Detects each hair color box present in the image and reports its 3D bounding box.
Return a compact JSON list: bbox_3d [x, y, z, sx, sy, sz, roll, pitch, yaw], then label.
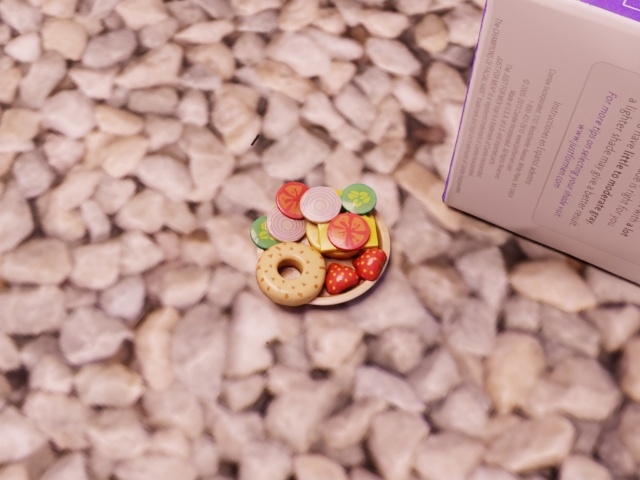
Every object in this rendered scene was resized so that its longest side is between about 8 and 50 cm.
[{"bbox_3d":[0.244,-0.040,0.406,0.338,0.185,0.110,26,63,14],"label":"hair color box"}]

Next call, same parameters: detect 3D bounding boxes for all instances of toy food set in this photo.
[{"bbox_3d":[0.000,0.000,0.485,0.083,0.020,0.083,-6,61,-1],"label":"toy food set"}]
